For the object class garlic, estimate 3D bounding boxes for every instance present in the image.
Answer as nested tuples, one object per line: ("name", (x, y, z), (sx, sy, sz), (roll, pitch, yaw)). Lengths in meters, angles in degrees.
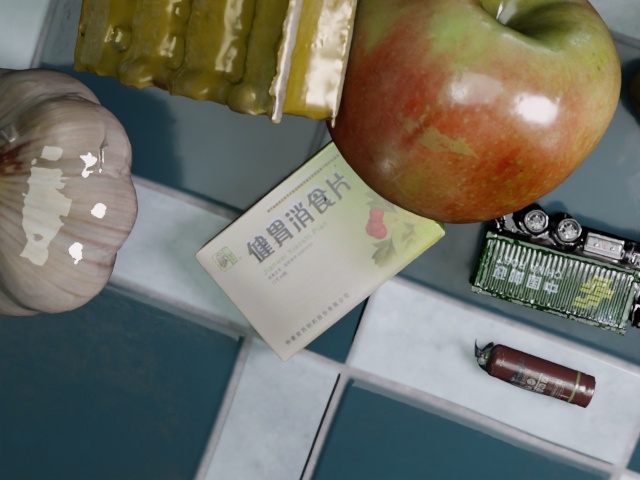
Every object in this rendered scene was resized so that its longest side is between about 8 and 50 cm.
("garlic", (-0.353, -0.058, 1.585), (0.322, 0.241, 0.322), (5, 107, 16))

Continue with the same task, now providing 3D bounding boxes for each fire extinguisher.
("fire extinguisher", (0.260, 0.164, 1.670), (0.158, 0.043, 0.064), (19, 142, 2))

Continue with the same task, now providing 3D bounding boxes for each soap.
("soap", (-0.103, -0.305, 1.422), (0.293, 0.156, 0.335), (13, 98, 36))

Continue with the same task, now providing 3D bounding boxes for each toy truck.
("toy truck", (0.320, 0.035, 1.622), (0.259, 0.088, 0.121), (15, 98, 3))

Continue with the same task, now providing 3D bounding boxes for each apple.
("apple", (0.158, -0.167, 1.494), (0.319, 0.319, 0.277), (24, 132, 1))

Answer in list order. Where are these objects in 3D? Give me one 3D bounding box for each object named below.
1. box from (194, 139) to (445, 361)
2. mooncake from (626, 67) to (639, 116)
("box", (0.000, 0.001, 1.654), (0.260, 0.062, 0.175), (-39, 94, 10))
("mooncake", (0.554, -0.239, 1.486), (0.393, 0.246, 0.394), (0, 102, -2))
